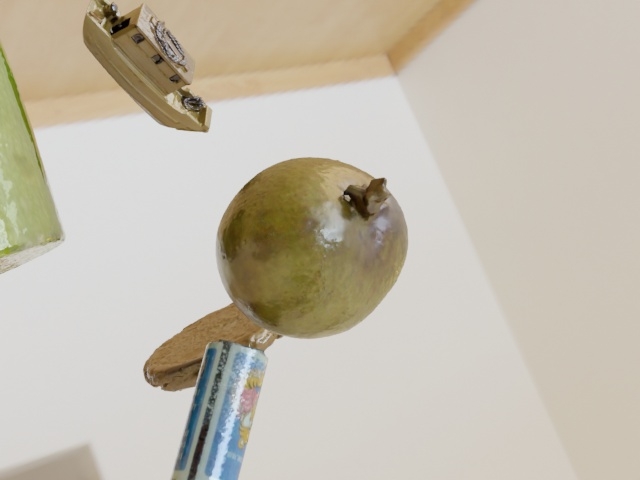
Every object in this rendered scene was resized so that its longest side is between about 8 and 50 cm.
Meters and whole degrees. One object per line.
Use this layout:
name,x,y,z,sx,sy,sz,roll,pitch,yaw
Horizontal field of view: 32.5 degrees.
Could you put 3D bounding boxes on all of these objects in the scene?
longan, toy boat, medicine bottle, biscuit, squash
longan,0.000,0.000,0.861,0.176,0.145,0.154,-35,-161,38
toy boat,-0.184,-0.194,1.219,0.077,0.057,0.200,-22,131,23
medicine bottle,-0.084,0.169,0.812,0.051,0.191,0.051,13,160,5
biscuit,-0.130,0.133,1.446,0.226,0.042,0.226,-25,-168,6
squash,-0.364,-0.106,0.941,0.210,0.309,0.233,-23,-178,5
